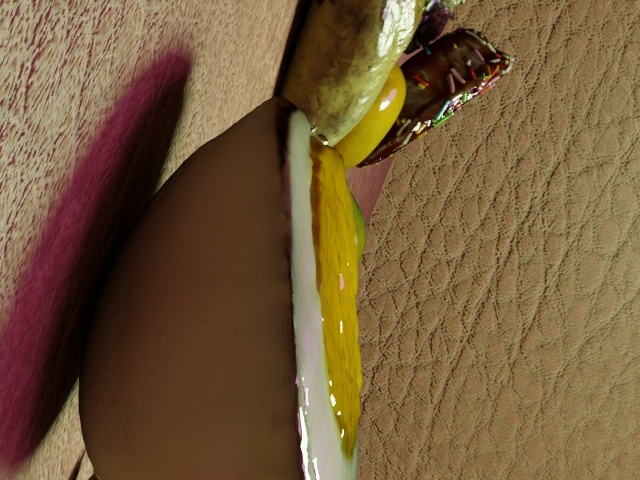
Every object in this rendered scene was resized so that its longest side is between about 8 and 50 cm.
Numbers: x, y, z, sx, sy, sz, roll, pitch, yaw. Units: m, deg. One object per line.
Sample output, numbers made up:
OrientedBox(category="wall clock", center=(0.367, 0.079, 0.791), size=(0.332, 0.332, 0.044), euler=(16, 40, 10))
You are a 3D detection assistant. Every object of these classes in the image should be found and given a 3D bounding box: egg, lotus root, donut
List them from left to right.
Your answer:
OrientedBox(category="egg", center=(-0.066, 0.056, 1.180), size=(0.264, 0.174, 0.286), euler=(-39, 126, -83))
OrientedBox(category="lotus root", center=(0.028, -0.176, 1.614), size=(0.110, 0.097, 0.258), euler=(-68, 180, -48))
OrientedBox(category="donut", center=(0.123, -0.177, 2.300), size=(0.235, 0.089, 0.235), euler=(-35, 180, 0))

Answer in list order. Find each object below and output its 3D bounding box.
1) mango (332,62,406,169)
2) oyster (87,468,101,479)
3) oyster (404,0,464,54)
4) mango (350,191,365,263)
OrientedBox(category="mango", center=(0.032, -0.132, 1.964), size=(0.184, 0.085, 0.102), euler=(125, -13, -60))
OrientedBox(category="oyster", center=(-0.177, 0.189, 1.354), size=(0.083, 0.038, 0.080), euler=(10, 92, -60))
OrientedBox(category="oyster", center=(0.141, -0.330, 2.312), size=(0.259, 0.092, 0.198), euler=(-50, 157, -68))
OrientedBox(category="mango", center=(-0.002, 0.007, 2.182), size=(0.237, 0.091, 0.137), euler=(59, 47, -77))
